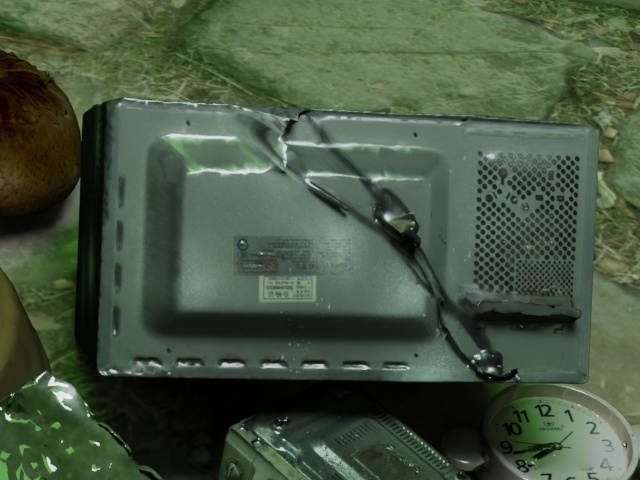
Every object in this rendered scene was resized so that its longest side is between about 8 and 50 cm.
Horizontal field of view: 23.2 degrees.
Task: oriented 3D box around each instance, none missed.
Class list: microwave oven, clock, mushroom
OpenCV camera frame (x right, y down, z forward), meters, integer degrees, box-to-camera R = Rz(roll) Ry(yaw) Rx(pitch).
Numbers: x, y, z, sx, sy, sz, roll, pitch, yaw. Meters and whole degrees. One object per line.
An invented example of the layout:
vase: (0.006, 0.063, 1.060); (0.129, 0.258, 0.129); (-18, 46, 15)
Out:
microwave oven: (0.030, 0.228, 1.350); (0.163, 0.129, 0.205); (-25, 50, -39)
clock: (0.224, 0.208, 1.490); (0.229, 0.063, 0.155); (-1, 40, -13)
mushroom: (-0.399, -0.125, 1.692); (0.297, 0.163, 0.278); (23, 36, 13)
microwave oven: (0.000, 0.000, 1.449); (0.432, 0.236, 0.374); (2, 2, -13)

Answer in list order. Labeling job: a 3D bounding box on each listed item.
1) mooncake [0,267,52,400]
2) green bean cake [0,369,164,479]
mooncake: (-0.367, 0.116, 1.271); (0.285, 0.155, 0.284); (-7, 44, 7)
green bean cake: (-0.209, 0.254, 1.122); (0.255, 0.132, 0.241); (45, 70, -3)
